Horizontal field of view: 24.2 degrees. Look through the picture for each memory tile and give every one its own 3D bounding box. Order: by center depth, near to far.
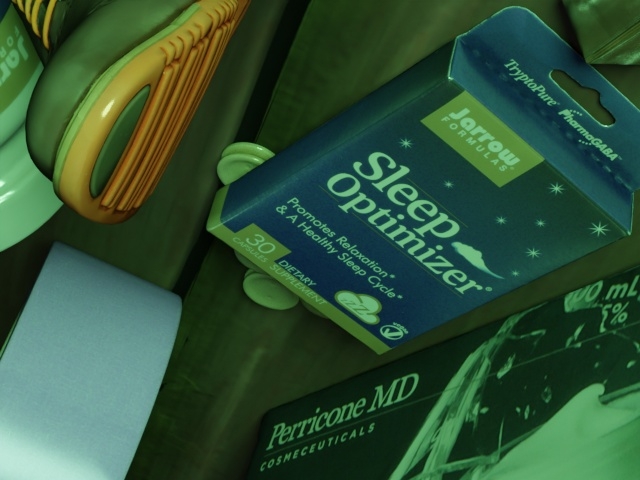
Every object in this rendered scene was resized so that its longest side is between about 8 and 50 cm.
[{"bbox_3d":[0.000,0.000,0.872,0.113,0.012,0.148,8,144,13],"label":"memory tile"}]

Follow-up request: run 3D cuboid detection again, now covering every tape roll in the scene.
[{"bbox_3d":[-0.181,0.141,0.915,0.090,0.275,0.275,26,144,-10],"label":"tape roll"}]

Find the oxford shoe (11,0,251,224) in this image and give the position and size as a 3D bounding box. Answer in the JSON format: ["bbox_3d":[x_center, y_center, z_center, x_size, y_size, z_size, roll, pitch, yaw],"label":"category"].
[{"bbox_3d":[-0.091,-0.082,0.603,0.098,0.271,0.097,27,107,-7],"label":"oxford shoe"}]

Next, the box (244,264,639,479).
[{"bbox_3d":[0.146,0.304,0.821,0.297,0.472,0.480,37,141,-23],"label":"box"}]

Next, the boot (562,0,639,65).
[{"bbox_3d":[0.172,-0.097,0.643,0.106,0.037,0.114,41,138,-9],"label":"boot"}]

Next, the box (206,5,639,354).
[{"bbox_3d":[0.062,-0.023,0.779,0.136,0.037,0.225,37,134,-25],"label":"box"}]

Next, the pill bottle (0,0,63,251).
[{"bbox_3d":[-0.215,-0.115,0.689,0.153,0.153,0.265,2,143,22],"label":"pill bottle"}]
